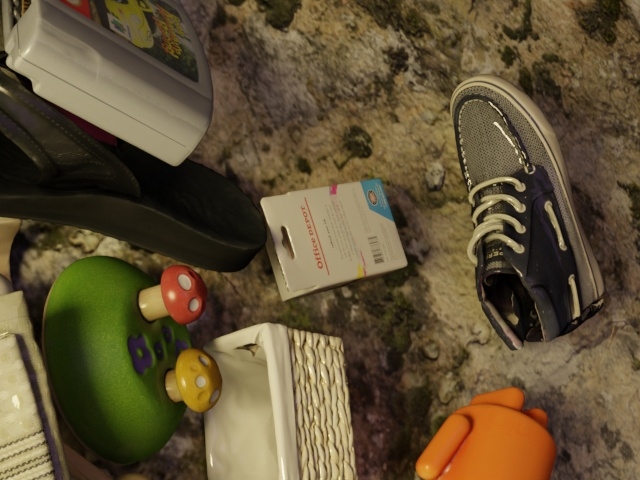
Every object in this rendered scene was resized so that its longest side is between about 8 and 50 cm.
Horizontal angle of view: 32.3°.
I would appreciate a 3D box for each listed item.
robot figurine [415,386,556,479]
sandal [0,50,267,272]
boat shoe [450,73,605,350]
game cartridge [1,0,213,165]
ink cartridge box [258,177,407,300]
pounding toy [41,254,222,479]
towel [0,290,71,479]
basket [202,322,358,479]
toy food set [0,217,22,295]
[{"bbox_3d":[0.176,0.263,1.182,0.158,0.128,0.219,77,29,-49],"label":"robot figurine"},{"bbox_3d":[-0.220,-0.091,0.957,0.446,0.107,0.167,16,32,-41],"label":"sandal"},{"bbox_3d":[0.230,-0.031,1.337,0.158,0.127,0.340,-31,96,-51],"label":"boat shoe"},{"bbox_3d":[-0.191,-0.194,0.996,0.196,0.060,0.294,32,24,-37],"label":"game cartridge"},{"bbox_3d":[0.000,0.000,1.174,0.181,0.061,0.104,-11,81,-44],"label":"ink cartridge box"},{"bbox_3d":[-0.141,0.107,0.924,0.183,0.110,0.237,59,25,-32],"label":"pounding toy"},{"bbox_3d":[-0.316,0.214,0.740,0.312,0.056,0.324,-15,83,-16],"label":"towel"},{"bbox_3d":[-0.038,0.170,1.044,0.103,0.113,0.167,7,69,-41],"label":"basket"},{"bbox_3d":[-0.295,0.138,0.849,0.220,0.092,0.306,-10,80,-42],"label":"toy food set"}]
